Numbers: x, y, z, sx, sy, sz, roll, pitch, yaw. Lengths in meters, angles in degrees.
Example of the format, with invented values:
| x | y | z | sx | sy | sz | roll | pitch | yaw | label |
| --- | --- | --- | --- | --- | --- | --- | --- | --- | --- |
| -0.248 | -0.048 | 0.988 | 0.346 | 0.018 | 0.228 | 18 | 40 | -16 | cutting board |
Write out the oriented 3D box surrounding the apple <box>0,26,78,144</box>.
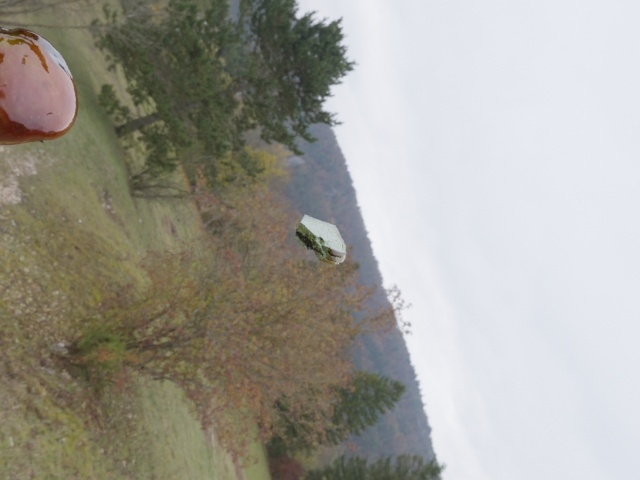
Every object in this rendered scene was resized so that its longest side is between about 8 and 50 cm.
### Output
| x | y | z | sx | sy | sz | roll | pitch | yaw | label |
| --- | --- | --- | --- | --- | --- | --- | --- | --- | --- |
| -0.570 | -0.282 | 0.855 | 0.230 | 0.230 | 0.229 | 162 | -90 | -87 | apple |

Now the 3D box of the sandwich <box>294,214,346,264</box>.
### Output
| x | y | z | sx | sy | sz | roll | pitch | yaw | label |
| --- | --- | --- | --- | --- | --- | --- | --- | --- | --- |
| 0.000 | 0.000 | 0.846 | 0.035 | 0.093 | 0.105 | -59 | -144 | 24 | sandwich |
